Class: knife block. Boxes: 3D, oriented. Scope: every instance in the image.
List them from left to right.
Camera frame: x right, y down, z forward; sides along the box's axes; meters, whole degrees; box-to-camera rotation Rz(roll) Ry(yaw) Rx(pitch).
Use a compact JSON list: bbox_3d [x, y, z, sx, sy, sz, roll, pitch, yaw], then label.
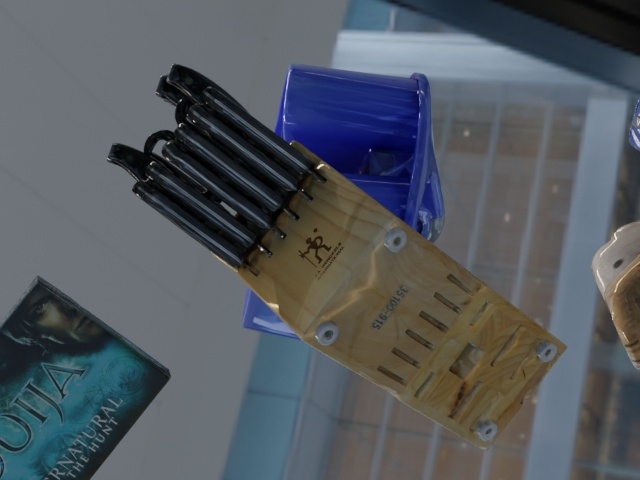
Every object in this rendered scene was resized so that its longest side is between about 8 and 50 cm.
[{"bbox_3d":[0.000,0.000,0.770,0.276,0.242,0.088,34,-85,-38],"label":"knife block"}]

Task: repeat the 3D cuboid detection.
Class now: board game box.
[{"bbox_3d":[-0.218,0.136,0.882,0.186,0.126,0.026,-52,15,-1],"label":"board game box"}]

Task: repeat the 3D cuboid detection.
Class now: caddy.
[{"bbox_3d":[0.031,-0.025,1.161,0.341,0.179,0.241,110,170,-65],"label":"caddy"}]

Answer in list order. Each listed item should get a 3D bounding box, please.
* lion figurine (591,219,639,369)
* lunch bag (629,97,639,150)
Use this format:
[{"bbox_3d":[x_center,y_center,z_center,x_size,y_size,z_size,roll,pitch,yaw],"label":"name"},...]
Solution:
[{"bbox_3d":[0.186,-0.100,0.466,0.392,0.240,0.142,64,-168,2],"label":"lion figurine"},{"bbox_3d":[0.397,-0.123,1.343,0.098,0.065,0.067,-129,41,-63],"label":"lunch bag"}]
